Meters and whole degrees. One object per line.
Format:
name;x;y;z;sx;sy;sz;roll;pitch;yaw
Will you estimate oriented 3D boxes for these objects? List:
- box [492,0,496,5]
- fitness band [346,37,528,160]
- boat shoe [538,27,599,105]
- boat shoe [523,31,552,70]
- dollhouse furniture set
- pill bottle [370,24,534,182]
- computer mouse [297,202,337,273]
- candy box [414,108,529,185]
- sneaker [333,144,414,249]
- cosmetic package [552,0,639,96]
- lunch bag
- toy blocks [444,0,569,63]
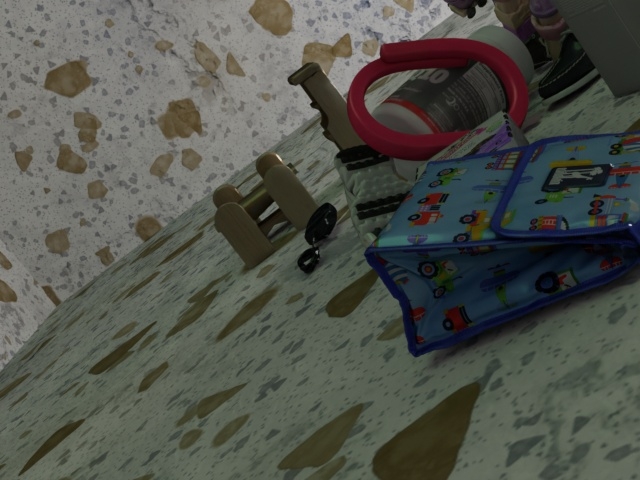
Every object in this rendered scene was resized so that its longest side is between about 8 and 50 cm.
box;0.455;-0.501;1.934;0.233;0.044;0.159;-30;28;8
fitness band;0.186;-0.225;1.602;0.290;0.209;0.054;-6;-27;-8
boat shoe;0.440;-0.332;1.633;0.302;0.091;0.114;-43;13;-28
boat shoe;0.433;-0.379;1.879;0.219;0.078;0.070;-33;11;13
dollhouse furniture set;-0.096;-0.177;2.236;0.394;0.256;0.362;-37;11;1
pill bottle;0.231;-0.242;1.737;0.283;0.161;0.161;-43;13;-24
computer mouse;0.000;0.000;1.822;0.071;0.041;0.242;-42;15;25
candy box;0.218;-0.097;1.433;0.164;0.070;0.196;-35;12;17
sneaker;0.094;-0.039;1.534;0.110;0.118;0.292;-9;31;-3
cosmetic package;0.408;-0.332;1.374;0.127;0.238;0.107;-39;14;-22
lunch bag;0.228;-0.016;1.026;0.293;0.138;0.221;-15;21;31
toy blocks;0.378;-0.522;1.756;0.288;0.260;0.309;-47;52;-4
